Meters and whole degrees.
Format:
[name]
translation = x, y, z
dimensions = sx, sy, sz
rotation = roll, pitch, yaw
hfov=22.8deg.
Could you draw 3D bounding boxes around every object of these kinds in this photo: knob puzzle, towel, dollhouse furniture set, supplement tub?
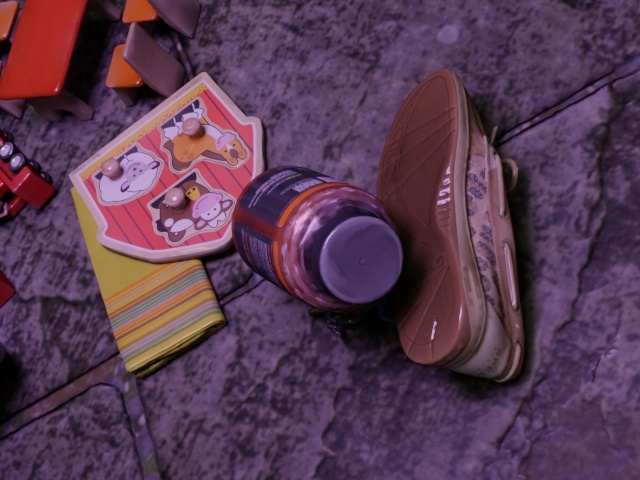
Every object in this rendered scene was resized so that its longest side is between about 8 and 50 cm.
[knob puzzle]
translation = -0.135, -0.059, 1.496
dimensions = 0.213, 0.030, 0.213
rotation = -11, 55, 17
[towel]
translation = -0.165, 0.014, 1.497
dimensions = 0.102, 0.021, 0.237
rotation = -29, 52, 7
[dollhouse furniture set]
translation = -0.266, -0.258, 1.628
dimensions = 0.262, 0.135, 0.259
rotation = -2, 64, 29
[supplement tub]
translation = 0.000, 0.000, 1.304
dimensions = 0.106, 0.106, 0.198
rotation = -51, 21, -4

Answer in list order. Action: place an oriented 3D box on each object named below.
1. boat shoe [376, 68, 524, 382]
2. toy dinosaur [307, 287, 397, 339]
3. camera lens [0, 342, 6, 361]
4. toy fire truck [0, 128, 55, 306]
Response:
[boat shoe]
translation = 0.112, -0.013, 1.320
dimensions = 0.104, 0.089, 0.285
rotation = -34, 45, 43
[toy dinosaur]
translation = 0.038, 0.044, 1.350
dimensions = 0.082, 0.047, 0.090
rotation = -37, 39, -16
[camera lens]
translation = -0.451, 0.153, 1.455
dimensions = 0.219, 0.219, 0.274
rotation = 34, 84, 38
[toy fire truck]
translation = -0.341, -0.036, 1.606
dimensions = 0.135, 0.047, 0.192
rotation = -48, 51, 0
